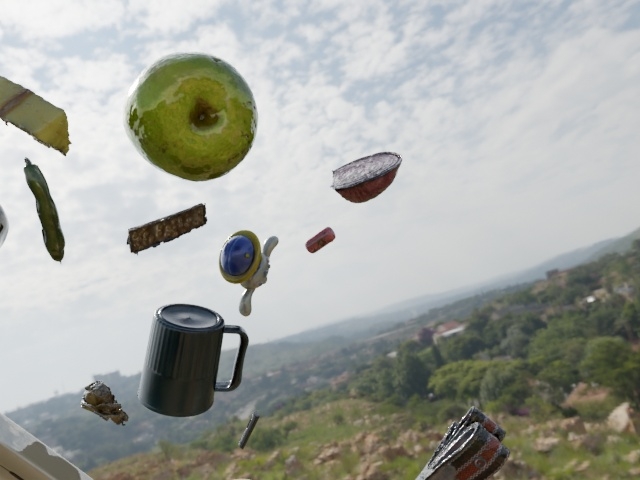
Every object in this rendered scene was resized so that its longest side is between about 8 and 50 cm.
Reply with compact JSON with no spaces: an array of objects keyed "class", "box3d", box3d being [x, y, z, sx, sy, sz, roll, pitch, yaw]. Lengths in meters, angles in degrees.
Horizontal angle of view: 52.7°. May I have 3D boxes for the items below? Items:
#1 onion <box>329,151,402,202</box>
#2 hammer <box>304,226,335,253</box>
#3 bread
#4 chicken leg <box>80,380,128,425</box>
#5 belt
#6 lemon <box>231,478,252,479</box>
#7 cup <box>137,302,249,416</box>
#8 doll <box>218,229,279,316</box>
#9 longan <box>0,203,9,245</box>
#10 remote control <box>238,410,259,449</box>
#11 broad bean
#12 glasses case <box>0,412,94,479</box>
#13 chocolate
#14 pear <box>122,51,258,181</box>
[{"class":"onion","box3d":[0.164,-0.196,2.129,0.247,0.111,0.250,-18,21,11]},{"class":"hammer","box3d":[0.000,0.000,1.621,0.083,0.043,0.043,-35,-13,17]},{"class":"bread","box3d":[-0.822,-0.348,1.781,0.266,0.142,0.178,27,11,10]},{"class":"chicken leg","box3d":[-0.585,0.446,1.746,0.080,0.125,0.196,-51,-9,-26]},{"class":"belt","box3d":[0.220,0.488,1.247,0.359,0.094,0.126,-52,1,3]},{"class":"lemon","box3d":[-0.248,0.878,2.032,0.245,0.245,0.320,-10,7,-44]},{"class":"cup","box3d":[-0.407,0.377,2.048,0.308,0.292,0.242,13,14,8]},{"class":"doll","box3d":[-0.278,0.109,2.291,0.159,0.311,0.242,11,-6,13]},{"class":"longan","box3d":[-0.903,-0.031,1.623,0.248,0.248,0.248,-17,-8,-2]},{"class":"remote control","box3d":[-0.168,0.440,1.505,0.016,0.091,0.034,24,6,-20]},{"class":"broad bean","box3d":[-0.608,-0.060,1.435,0.065,0.254,0.046,15,32,41]},{"class":"glasses case","box3d":[-0.646,0.530,1.473,0.076,0.336,0.144,-44,27,-9]},{"class":"chocolate","box3d":[-0.532,-0.049,2.246,0.065,0.102,0.329,27,36,32]},{"class":"pear","box3d":[-0.364,-0.346,1.809,0.391,0.391,0.391,-17,-8,-2]}]
